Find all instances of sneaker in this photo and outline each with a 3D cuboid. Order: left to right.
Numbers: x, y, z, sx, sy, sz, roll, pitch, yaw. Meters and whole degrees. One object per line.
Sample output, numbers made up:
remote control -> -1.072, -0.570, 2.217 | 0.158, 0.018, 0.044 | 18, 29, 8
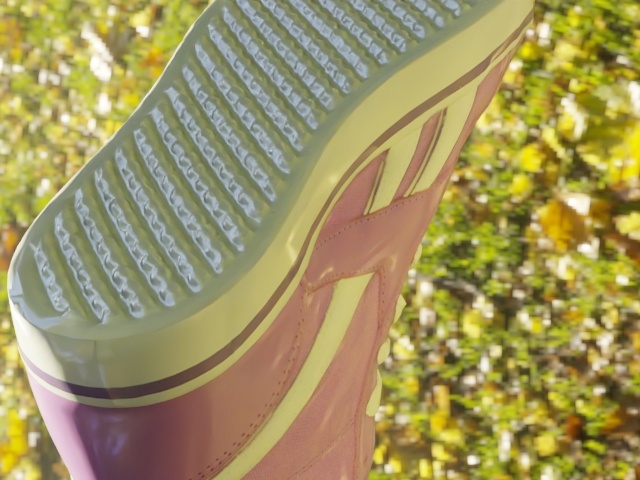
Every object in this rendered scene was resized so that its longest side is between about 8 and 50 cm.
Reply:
sneaker -> -0.001, 0.000, 0.515 | 0.102, 0.282, 0.161 | 14, 135, 30
